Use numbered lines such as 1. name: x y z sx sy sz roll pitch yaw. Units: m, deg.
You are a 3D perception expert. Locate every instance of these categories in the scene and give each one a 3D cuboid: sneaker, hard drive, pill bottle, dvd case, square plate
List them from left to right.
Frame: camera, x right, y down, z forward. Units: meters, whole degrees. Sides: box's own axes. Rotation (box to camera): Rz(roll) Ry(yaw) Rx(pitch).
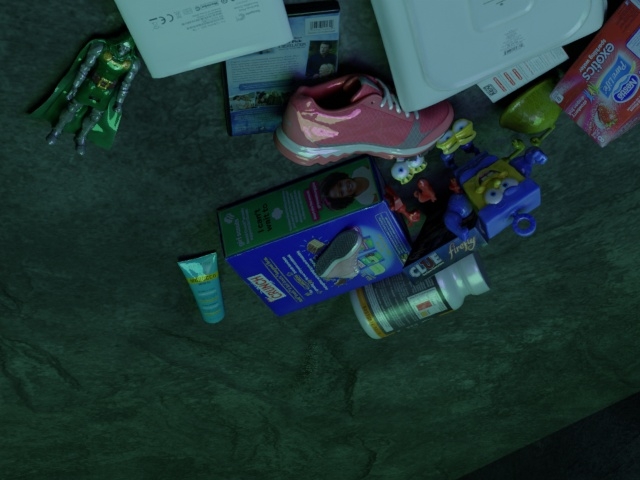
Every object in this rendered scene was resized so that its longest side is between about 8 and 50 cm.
1. hard drive: -0.172 -0.359 1.063 0.210 0.040 0.318 -14 143 3
2. dvd case: -0.064 -0.259 1.291 0.180 0.022 0.253 -7 147 -6
3. sneaker: 0.052 0.027 1.518 0.070 0.051 0.134 10 142 -32
4. sneaker: 0.085 -0.202 1.318 0.314 0.116 0.136 -11 146 -21
5. pill bottle: 0.211 0.095 1.795 0.279 0.162 0.162 -22 146 16
6. square plate: 0.245 -0.353 1.157 0.347 0.049 0.344 -24 140 2

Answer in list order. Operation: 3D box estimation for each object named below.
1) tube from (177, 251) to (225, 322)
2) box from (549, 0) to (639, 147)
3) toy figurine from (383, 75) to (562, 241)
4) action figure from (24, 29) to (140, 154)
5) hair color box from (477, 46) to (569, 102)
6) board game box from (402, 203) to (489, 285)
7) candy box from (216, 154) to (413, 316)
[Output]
1. tube: -0.242 0.097 1.757 0.080 0.052 0.207 -18 142 -9
2. box: 0.498 -0.286 1.304 0.123 0.128 0.257 -28 160 -38
3. toy figurine: 0.317 -0.089 1.412 0.363 0.217 0.191 -32 143 -2
4. action figure: -0.330 -0.223 1.227 0.137 0.063 0.232 16 134 -32
5. hair color box: 0.322 -0.290 1.353 0.141 0.043 0.072 -30 143 23
6. board game box: 0.255 -0.021 1.587 0.165 0.243 0.042 -33 101 29
7. candy box: 0.000 0.000 1.614 0.317 0.122 0.268 -21 146 10
